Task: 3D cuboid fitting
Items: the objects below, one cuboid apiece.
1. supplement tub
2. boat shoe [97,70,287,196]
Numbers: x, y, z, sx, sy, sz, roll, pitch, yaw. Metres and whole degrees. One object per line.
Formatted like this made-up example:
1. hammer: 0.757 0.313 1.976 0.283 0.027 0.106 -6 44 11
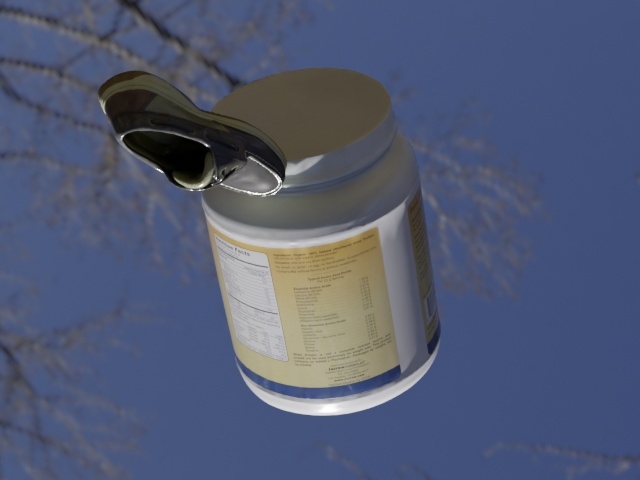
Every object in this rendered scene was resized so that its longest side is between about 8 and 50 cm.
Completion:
1. supplement tub: 0.000 0.000 1.988 0.228 0.316 0.228 -7 -148 4
2. boat shoe: -0.116 -0.080 1.739 0.080 0.223 0.073 -27 -127 31
